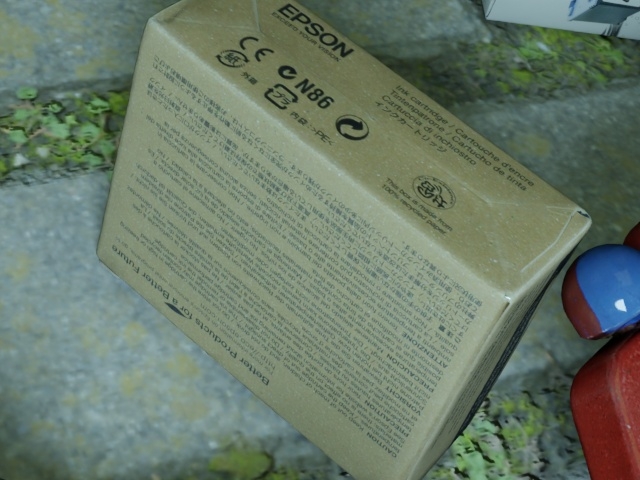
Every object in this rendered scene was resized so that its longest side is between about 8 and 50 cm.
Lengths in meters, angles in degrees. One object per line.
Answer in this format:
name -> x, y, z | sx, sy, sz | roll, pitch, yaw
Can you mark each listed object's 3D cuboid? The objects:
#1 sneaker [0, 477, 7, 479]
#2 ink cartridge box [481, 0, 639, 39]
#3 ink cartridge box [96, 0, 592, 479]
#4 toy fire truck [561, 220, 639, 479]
sneaker -> -0.177, 0.140, 0.570 | 0.330, 0.122, 0.146 | -3, 96, -21
ink cartridge box -> 0.219, -0.235, 1.057 | 0.191, 0.082, 0.139 | 4, 50, -11
ink cartridge box -> 0.000, 0.000, 0.724 | 0.235, 0.193, 0.088 | 39, 49, 15
toy fire truck -> 0.238, 0.086, 0.695 | 0.302, 0.169, 0.254 | -34, 87, -36
